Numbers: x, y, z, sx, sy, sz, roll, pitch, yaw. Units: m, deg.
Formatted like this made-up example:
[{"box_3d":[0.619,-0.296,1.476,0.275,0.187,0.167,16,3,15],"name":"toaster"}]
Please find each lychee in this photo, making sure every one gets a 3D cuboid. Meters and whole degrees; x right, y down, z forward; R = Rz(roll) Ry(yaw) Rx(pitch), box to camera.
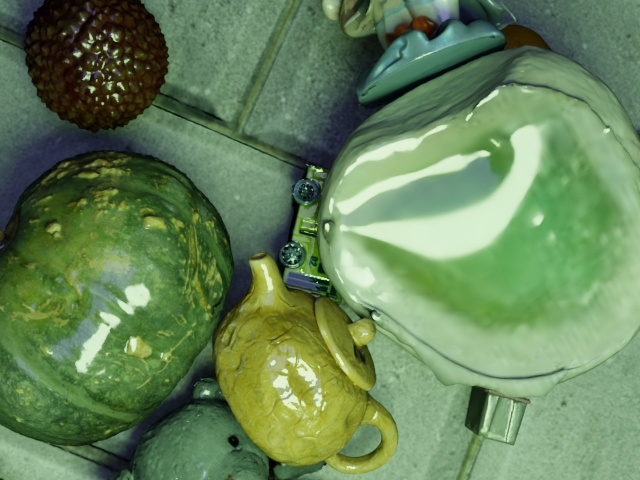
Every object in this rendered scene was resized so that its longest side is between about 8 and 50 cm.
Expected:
[{"box_3d":[-0.276,-0.229,1.070,0.188,0.188,0.188,1,81,-6],"name":"lychee"}]

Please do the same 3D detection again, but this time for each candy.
[{"box_3d":[0.219,-0.009,1.044,0.386,0.186,0.427,-41,105,6],"name":"candy"}]

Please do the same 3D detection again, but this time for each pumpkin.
[{"box_3d":[-0.248,0.058,0.975,0.257,0.291,0.327,36,93,-21],"name":"pumpkin"}]

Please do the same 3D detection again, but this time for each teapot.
[{"box_3d":[-0.002,0.146,0.994,0.167,0.203,0.311,-30,110,13],"name":"teapot"}]

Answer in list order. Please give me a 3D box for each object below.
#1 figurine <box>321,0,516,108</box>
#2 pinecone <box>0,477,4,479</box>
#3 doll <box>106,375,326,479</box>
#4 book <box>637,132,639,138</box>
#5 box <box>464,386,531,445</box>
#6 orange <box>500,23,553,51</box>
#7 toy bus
[{"box_3d":[0.085,-0.377,1.061,0.276,0.248,0.388,-25,84,25],"name":"figurine"},{"box_3d":[-0.431,0.372,0.944,0.224,0.224,0.272,30,68,-1],"name":"pinecone"},{"box_3d":[-0.062,0.306,1.022,0.340,0.158,0.246,32,59,2],"name":"doll"},{"box_3d":[0.332,-0.035,1.182,0.264,0.027,0.202,-7,84,-8],"name":"book"},{"box_3d":[0.219,0.217,1.105,0.060,0.085,0.063,17,86,-4],"name":"box"},{"box_3d":[0.241,-0.206,1.143,0.159,0.136,0.159,1,84,-7],"name":"orange"},{"box_3d":[0.000,0.000,1.110,0.101,0.088,0.175,13,80,-3],"name":"toy bus"}]
